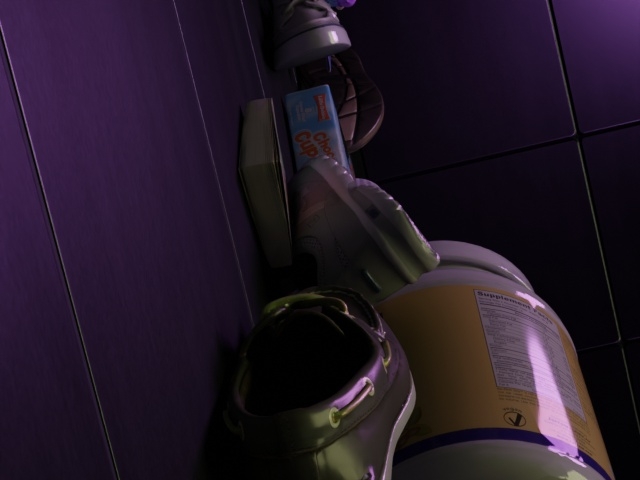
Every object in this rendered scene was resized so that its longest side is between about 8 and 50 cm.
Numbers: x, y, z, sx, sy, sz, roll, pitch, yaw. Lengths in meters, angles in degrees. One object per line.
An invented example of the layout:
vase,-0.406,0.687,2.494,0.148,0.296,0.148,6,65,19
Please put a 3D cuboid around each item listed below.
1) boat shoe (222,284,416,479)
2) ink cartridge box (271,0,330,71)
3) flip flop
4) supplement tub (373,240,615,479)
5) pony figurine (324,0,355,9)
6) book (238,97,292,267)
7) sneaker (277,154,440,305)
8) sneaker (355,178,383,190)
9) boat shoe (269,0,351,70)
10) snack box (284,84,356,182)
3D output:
boat shoe,0.000,0.086,0.964,0.305,0.109,0.091,-79,161,-70
ink cartridge box,-0.048,-0.385,1.988,0.186,0.065,0.311,-93,167,-55
flip flop,0.020,-0.182,2.102,0.277,0.112,0.080,-106,-166,-59
supplement tub,0.117,0.174,1.319,0.331,0.241,0.241,-97,172,-56
pony figurine,0.091,-0.437,1.855,0.351,0.302,0.364,30,-56,57
book,-0.045,-0.050,1.316,0.144,0.035,0.096,-97,176,-63
sneaker,0.000,0.000,1.356,0.105,0.115,0.281,54,-7,-14
sneaker,0.063,0.055,1.966,0.153,0.101,0.269,90,-15,-48
boat shoe,-0.025,-0.249,1.809,0.258,0.095,0.084,-148,-140,-82
snack box,0.024,0.003,1.785,0.187,0.060,0.322,71,7,-58
